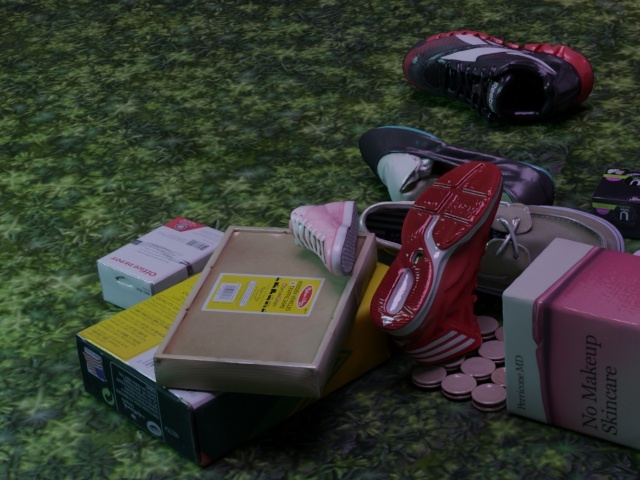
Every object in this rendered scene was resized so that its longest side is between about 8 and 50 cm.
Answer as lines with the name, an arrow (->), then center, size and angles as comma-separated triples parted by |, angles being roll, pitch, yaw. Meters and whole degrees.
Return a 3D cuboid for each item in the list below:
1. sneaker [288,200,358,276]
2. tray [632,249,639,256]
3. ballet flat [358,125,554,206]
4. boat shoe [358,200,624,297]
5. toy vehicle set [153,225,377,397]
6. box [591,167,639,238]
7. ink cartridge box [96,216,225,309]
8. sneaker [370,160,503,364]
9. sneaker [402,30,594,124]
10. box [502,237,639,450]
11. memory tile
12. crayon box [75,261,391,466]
sneaker -> 0.000, 0.000, 1.711 | 0.070, 0.051, 0.134 | -2, 26, 7
tray -> 0.451, 0.051, 1.811 | 0.145, 0.030, 0.270 | -20, 32, -28
ballet flat -> 0.150, -0.075, 2.032 | 0.280, 0.095, 0.096 | 14, 46, 31
boat shoe -> 0.184, 0.008, 1.814 | 0.302, 0.109, 0.094 | 1, -12, 4
toy vehicle set -> -0.050, 0.067, 1.687 | 0.166, 0.035, 0.267 | 4, 30, 14
box -> 0.364, -0.045, 1.977 | 0.062, 0.052, 0.083 | 6, 31, 22
ink cartridge box -> -0.176, 0.033, 1.917 | 0.099, 0.056, 0.135 | 20, 37, 39
sneaker -> 0.139, 0.031, 1.743 | 0.087, 0.128, 0.221 | 20, 67, 40
sneaker -> 0.230, -0.223, 2.278 | 0.276, 0.098, 0.135 | 11, 30, 24
box -> 0.307, 0.108, 1.604 | 0.232, 0.149, 0.127 | 13, 34, 31
memory tile -> 0.174, 0.128, 1.732 | 0.113, 0.012, 0.148 | 15, 34, 32
crayon box -> -0.070, 0.102, 1.748 | 0.318, 0.081, 0.202 | -27, 35, -33
